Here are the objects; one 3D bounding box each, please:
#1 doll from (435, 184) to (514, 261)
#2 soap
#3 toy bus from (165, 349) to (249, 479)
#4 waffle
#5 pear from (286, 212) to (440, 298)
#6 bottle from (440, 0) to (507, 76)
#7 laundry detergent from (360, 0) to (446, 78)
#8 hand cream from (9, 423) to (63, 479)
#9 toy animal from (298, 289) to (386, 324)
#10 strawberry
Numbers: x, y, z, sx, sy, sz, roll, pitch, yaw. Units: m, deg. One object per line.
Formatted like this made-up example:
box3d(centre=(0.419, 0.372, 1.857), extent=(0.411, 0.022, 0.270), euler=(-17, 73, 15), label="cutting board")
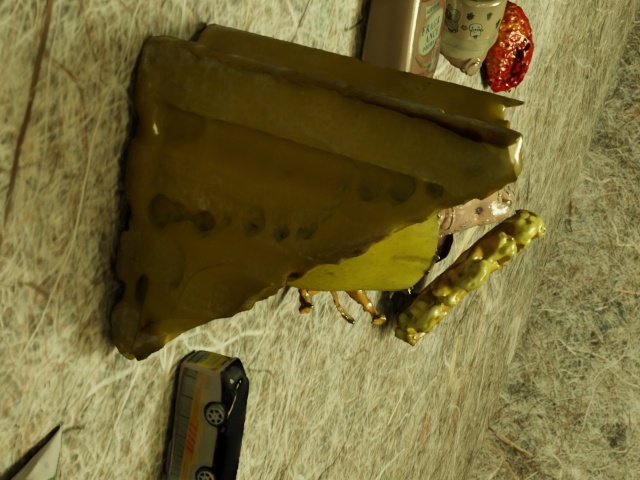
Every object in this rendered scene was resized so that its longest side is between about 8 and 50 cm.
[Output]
box3d(centre=(0.224, -0.049, 1.956), extent=(0.303, 0.156, 0.201), euler=(75, 31, -66), label="doll")
box3d(centre=(0.000, 0.000, 1.064), extent=(0.169, 0.338, 0.305), euler=(-35, 138, -58), label="soap")
box3d(centre=(-0.122, 0.204, 1.325), extent=(0.057, 0.072, 0.172), euler=(-35, 138, -63), label="toy bus")
box3d(centre=(0.237, 0.056, 2.012), extent=(0.302, 0.068, 0.325), euler=(-41, 174, 7), label="waffle")
box3d(centre=(-0.004, -0.041, 1.294), extent=(0.178, 0.267, 0.267), euler=(-22, 133, -35), label="pear")
box3d(centre=(0.212, -0.311, 1.774), extent=(0.152, 0.099, 0.099), euler=(95, 22, -52), label="bottle")
box3d(centre=(0.115, -0.306, 1.524), extent=(0.171, 0.076, 0.237), euler=(-39, 141, -60), label="laundry detergent")
box3d(centre=(-0.245, 0.223, 1.042), extent=(0.142, 0.053, 0.084), euler=(-52, 155, -68), label="hand cream")
box3d(centre=(0.012, 0.039, 1.551), extent=(0.255, 0.114, 0.116), euler=(87, -15, -57), label="toy animal")
box3d(centre=(0.326, -0.321, 2.098), extent=(0.188, 0.082, 0.121), euler=(66, 42, -59), label="strawberry")
